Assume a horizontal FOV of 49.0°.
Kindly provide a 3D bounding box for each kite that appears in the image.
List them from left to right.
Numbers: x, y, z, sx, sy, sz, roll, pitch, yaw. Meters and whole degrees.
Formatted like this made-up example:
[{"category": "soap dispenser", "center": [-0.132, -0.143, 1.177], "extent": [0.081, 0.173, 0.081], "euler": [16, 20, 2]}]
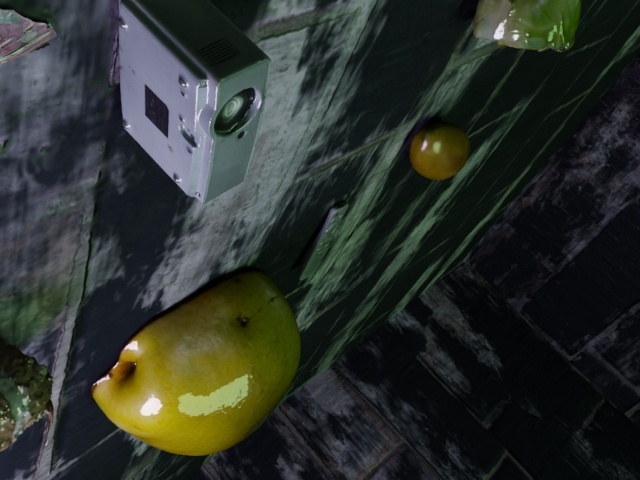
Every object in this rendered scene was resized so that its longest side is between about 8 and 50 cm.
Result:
[{"category": "kite", "center": [-0.204, -0.141, 0.417], "extent": [0.156, 0.011, 0.139], "euler": [-47, 168, 16]}]

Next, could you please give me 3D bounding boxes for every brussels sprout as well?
[{"category": "brussels sprout", "center": [0.290, -0.332, 0.977], "extent": [0.149, 0.151, 0.122], "euler": [-5, 114, -29]}]

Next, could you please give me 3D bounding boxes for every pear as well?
[{"category": "pear", "center": [-0.163, 0.228, 1.157], "extent": [0.340, 0.191, 0.386], "euler": [-51, 164, 23]}]

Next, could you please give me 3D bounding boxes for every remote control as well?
[{"category": "remote control", "center": [0.000, 0.000, 1.295], "extent": [0.050, 0.027, 0.184], "euler": [-30, 155, -47]}]

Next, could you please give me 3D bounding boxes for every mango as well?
[{"category": "mango", "center": [0.214, -0.166, 1.294], "extent": [0.163, 0.089, 0.111], "euler": [-7, 130, -51]}]

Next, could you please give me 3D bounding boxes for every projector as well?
[{"category": "projector", "center": [-0.105, -0.112, 0.544], "extent": [0.061, 0.115, 0.147], "euler": [-37, 163, -30]}]

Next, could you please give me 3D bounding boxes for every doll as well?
[{"category": "doll", "center": [-0.360, 0.170, 0.671], "extent": [0.105, 0.115, 0.221], "euler": [-42, 162, 34]}]
